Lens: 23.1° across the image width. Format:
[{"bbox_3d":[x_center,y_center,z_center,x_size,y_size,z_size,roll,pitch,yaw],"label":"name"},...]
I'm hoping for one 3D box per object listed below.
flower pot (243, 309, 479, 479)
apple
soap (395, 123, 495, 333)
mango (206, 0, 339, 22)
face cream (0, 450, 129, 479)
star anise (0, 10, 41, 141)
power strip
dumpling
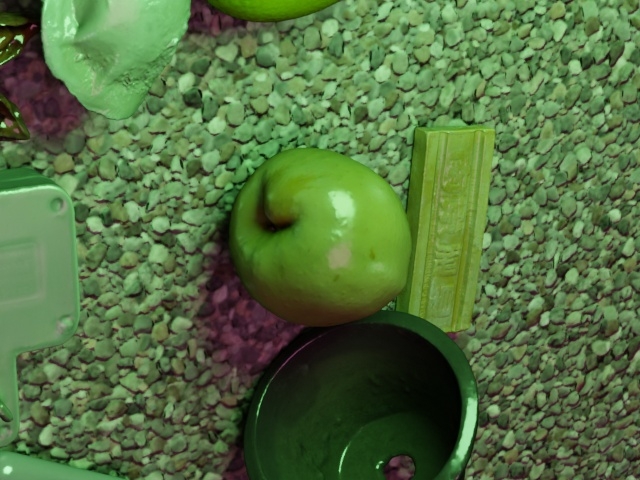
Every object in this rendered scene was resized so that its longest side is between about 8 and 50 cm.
[{"bbox_3d":[0.065,0.230,1.733,0.269,0.269,0.166,-44,143,-8],"label":"flower pot"},{"bbox_3d":[0.000,0.000,1.625,0.200,0.200,0.200,-11,114,-26],"label":"apple"},{"bbox_3d":[0.140,-0.008,1.785,0.092,0.037,0.252,-5,111,-27],"label":"soap"},{"bbox_3d":[-0.003,-0.321,1.518,0.273,0.149,0.185,-52,134,3],"label":"mango"},{"bbox_3d":[-0.248,0.313,1.669,0.291,0.071,0.144,18,100,-32],"label":"face cream"},{"bbox_3d":[-0.364,-0.145,1.419,0.220,0.099,0.214,13,116,-38],"label":"star anise"},{"bbox_3d":[-0.341,0.079,1.488,0.229,0.141,0.261,-10,111,-29],"label":"power strip"},{"bbox_3d":[-0.180,-0.221,1.456,0.152,0.108,0.219,-12,102,-73],"label":"dumpling"}]
